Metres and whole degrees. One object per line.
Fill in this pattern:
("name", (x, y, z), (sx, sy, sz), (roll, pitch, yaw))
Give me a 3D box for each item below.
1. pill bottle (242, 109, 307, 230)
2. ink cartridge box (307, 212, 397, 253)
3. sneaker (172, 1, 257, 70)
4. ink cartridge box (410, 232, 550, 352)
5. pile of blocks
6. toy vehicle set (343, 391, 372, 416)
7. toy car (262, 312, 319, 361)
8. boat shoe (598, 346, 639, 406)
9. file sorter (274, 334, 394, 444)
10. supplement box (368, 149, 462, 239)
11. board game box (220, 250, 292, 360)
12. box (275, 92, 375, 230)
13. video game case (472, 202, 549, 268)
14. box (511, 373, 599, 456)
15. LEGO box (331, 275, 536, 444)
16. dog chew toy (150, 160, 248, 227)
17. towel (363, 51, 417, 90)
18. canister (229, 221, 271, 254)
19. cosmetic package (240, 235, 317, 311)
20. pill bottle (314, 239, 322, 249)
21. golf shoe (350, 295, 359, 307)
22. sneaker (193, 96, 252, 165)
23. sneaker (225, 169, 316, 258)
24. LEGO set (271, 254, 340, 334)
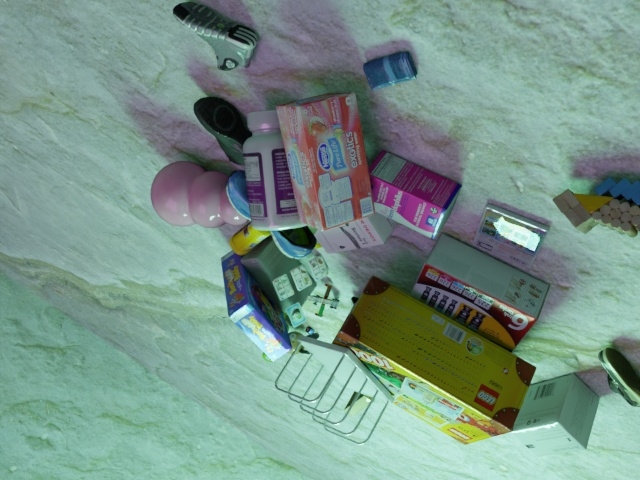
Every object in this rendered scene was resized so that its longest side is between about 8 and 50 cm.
("pill bottle", (-0.113, -0.185, 1.617), (0.169, 0.169, 0.301), (2, 102, 36))
("ink cartridge box", (0.077, -0.060, 1.729), (0.220, 0.092, 0.160), (-12, 122, 45))
("sneaker", (-0.271, -0.494, 1.556), (0.229, 0.086, 0.132), (29, 144, 9))
("ink cartridge box", (0.408, 0.168, 1.682), (0.310, 0.130, 0.271), (27, 143, 12))
("pile of blocks", (0.678, -0.058, 1.281), (0.362, 0.148, 0.113), (18, -178, 36))
("toy vehicle set", (0.178, 0.437, 2.027), (0.035, 0.266, 0.166), (36, 142, 0))
("toy car", (-0.106, 0.362, 2.275), (0.189, 0.155, 0.148), (9, 135, 18))
("boat shoe", (0.794, 0.371, 1.636), (0.223, 0.080, 0.073), (43, 137, -15))
("file sorter", (0.037, 0.427, 1.754), (0.193, 0.173, 0.277), (7, 146, 46))
("supplement box", (0.219, -0.116, 1.547), (0.220, 0.114, 0.111), (27, 142, 15))
("board game box", (-0.214, 0.199, 2.030), (0.078, 0.347, 0.233), (-34, 120, 7))
("box", (0.012, -0.192, 1.492), (0.142, 0.154, 0.299), (23, 129, 61))
("video game case", (0.468, -0.010, 1.540), (0.157, 0.019, 0.143), (24, 140, 17))
("box", (0.673, 0.502, 1.781), (0.119, 0.182, 0.181), (43, 142, -7))
("LEGO box", (0.284, 0.351, 1.760), (0.501, 0.193, 0.372), (29, 156, 6))
("dog chew toy", (-0.351, -0.128, 1.913), (0.332, 0.206, 0.206), (13, 137, 17))
("towel", (0.154, -0.379, 1.389), (0.120, 0.029, 0.067), (-3, 127, 40))
("canister", (-0.197, -0.032, 1.942), (0.073, 0.126, 0.170), (51, 140, -5))
("cosmetic package", (-0.133, 0.110, 2.043), (0.107, 0.127, 0.237), (-9, 122, 46))
("pill bottle", (0.000, 0.000, 1.891), (0.083, 0.043, 0.043), (-17, 118, 46))
("golf shoe", (0.163, 0.206, 1.965), (0.176, 0.069, 0.086), (-15, 114, 44))
("sneaker", (-0.247, -0.282, 1.746), (0.286, 0.109, 0.130), (42, 148, -4))
("sneaker", (-0.129, -0.086, 1.792), (0.330, 0.129, 0.147), (43, 159, -12))
("LEGO set", (-0.040, 0.183, 2.014), (0.060, 0.183, 0.244), (32, 148, 61))
